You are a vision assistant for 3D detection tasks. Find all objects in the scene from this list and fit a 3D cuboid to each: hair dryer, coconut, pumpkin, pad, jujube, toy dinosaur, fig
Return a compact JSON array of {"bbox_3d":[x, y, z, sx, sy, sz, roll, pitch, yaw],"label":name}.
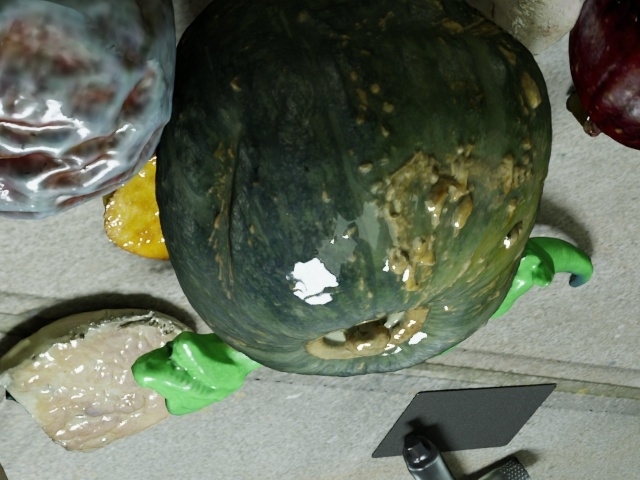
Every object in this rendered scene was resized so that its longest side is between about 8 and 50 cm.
[{"bbox_3d":[0.097,0.347,1.802,0.320,0.155,0.284,-40,126,3],"label":"hair dryer"},{"bbox_3d":[0.150,-0.193,1.076,0.110,0.110,0.124,-41,165,24],"label":"coconut"},{"bbox_3d":[0.027,-0.050,0.990,0.292,0.257,0.327,-11,159,-13],"label":"pumpkin"},{"bbox_3d":[0.180,0.225,1.738,0.211,0.003,0.143,1,139,-30],"label":"pad"},{"bbox_3d":[-0.244,-0.129,0.851,0.317,0.226,0.226,9,134,-34],"label":"jujube"},{"bbox_3d":[0.079,0.091,1.348,0.375,0.144,0.500,-32,157,10],"label":"toy dinosaur"},{"bbox_3d":[0.273,-0.140,1.135,0.186,0.203,0.249,-8,149,-46],"label":"fig"}]

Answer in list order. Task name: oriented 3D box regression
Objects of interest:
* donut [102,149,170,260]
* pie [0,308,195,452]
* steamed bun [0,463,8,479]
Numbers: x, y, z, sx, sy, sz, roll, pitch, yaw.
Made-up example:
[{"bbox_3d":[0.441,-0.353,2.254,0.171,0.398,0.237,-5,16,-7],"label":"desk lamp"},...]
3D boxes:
[{"bbox_3d":[-0.114,-0.052,1.158,0.152,0.058,0.152,-16,145,-12],"label":"donut"},{"bbox_3d":[-0.205,0.133,1.357,0.185,0.052,0.218,-23,143,2],"label":"pie"},{"bbox_3d":[-0.443,0.267,1.264,0.324,0.206,0.324,-14,147,-10],"label":"steamed bun"}]
